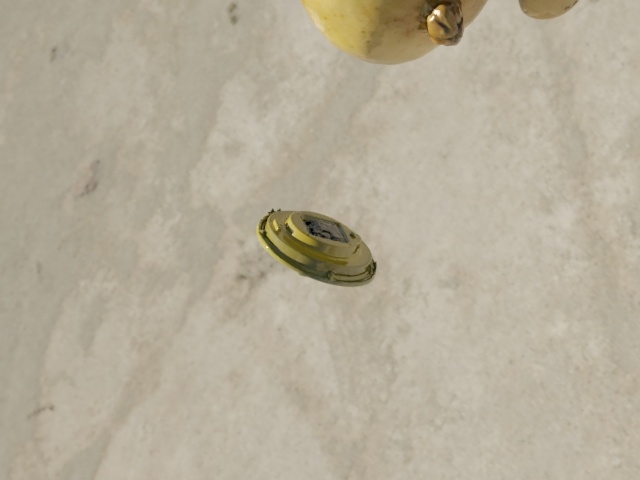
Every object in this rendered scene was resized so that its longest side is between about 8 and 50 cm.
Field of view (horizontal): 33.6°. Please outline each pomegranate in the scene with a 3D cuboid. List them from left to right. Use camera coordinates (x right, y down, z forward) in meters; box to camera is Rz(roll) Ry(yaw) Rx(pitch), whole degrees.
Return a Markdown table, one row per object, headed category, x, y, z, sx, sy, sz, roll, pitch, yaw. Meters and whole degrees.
| category | x | y | z | sx | sy | sz | roll | pitch | yaw |
| --- | --- | --- | --- | --- | --- | --- | --- | --- | --- |
| pomegranate | 0.143 | -0.482 | 1.853 | 0.410 | 0.410 | 0.410 | -25 | 49 | 32 |

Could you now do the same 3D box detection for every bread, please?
| category | x | y | z | sx | sy | sz | roll | pitch | yaw |
| --- | --- | --- | --- | --- | --- | --- | --- | --- | --- |
| bread | 0.397 | -0.465 | 1.774 | 0.098 | 0.217 | 0.147 | 35 | 80 | 27 |

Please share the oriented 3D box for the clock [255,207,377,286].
| category | x | y | z | sx | sy | sz | roll | pitch | yaw |
| --- | --- | --- | --- | --- | --- | --- | --- | --- | --- |
| clock | 0.000 | 0.000 | 1.897 | 0.237 | 0.237 | 0.057 | 52 | 127 | 49 |
